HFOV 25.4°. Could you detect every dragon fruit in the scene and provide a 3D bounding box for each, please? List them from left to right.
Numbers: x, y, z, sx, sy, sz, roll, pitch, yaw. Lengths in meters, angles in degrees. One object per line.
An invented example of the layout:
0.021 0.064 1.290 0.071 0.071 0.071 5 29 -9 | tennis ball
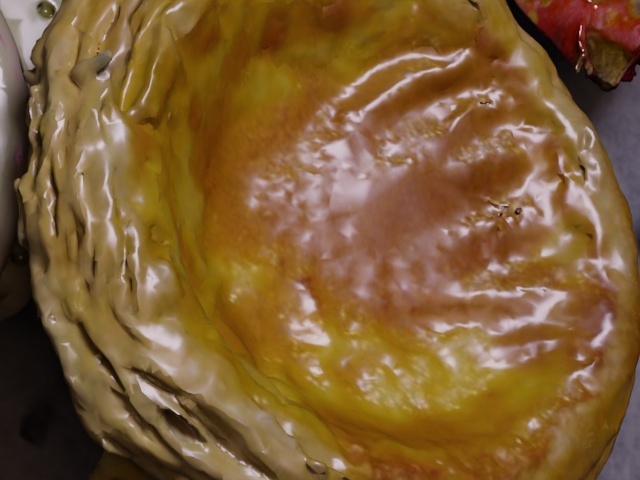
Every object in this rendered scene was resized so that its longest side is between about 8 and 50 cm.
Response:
0.184 -0.218 0.900 0.161 0.126 0.274 33 37 9 | dragon fruit

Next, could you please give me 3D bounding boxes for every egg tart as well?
0.000 0.000 0.768 0.387 0.169 0.388 11 69 -29 | egg tart

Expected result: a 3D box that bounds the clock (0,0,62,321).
-0.272 -0.030 0.693 0.284 0.114 0.310 24 65 -15 | clock
